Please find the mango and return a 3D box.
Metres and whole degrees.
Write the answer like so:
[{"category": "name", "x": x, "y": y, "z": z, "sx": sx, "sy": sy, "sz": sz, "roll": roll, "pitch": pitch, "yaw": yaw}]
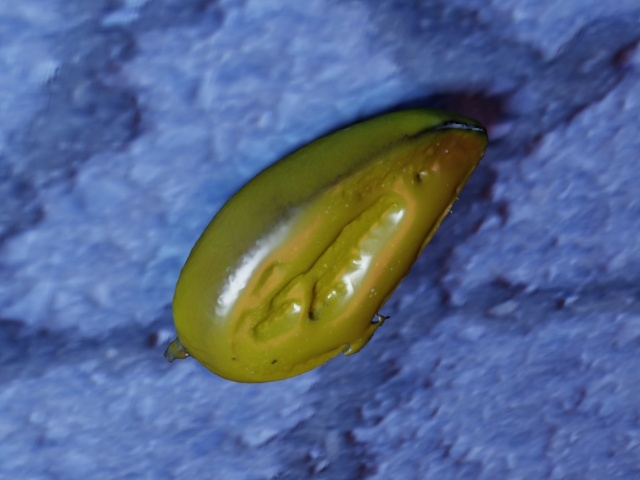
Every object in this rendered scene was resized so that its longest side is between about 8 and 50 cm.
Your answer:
[{"category": "mango", "x": 0.000, "y": 0.000, "z": 0.940, "sx": 0.187, "sy": 0.066, "sz": 0.101, "roll": -42, "pitch": 133, "yaw": 7}]
